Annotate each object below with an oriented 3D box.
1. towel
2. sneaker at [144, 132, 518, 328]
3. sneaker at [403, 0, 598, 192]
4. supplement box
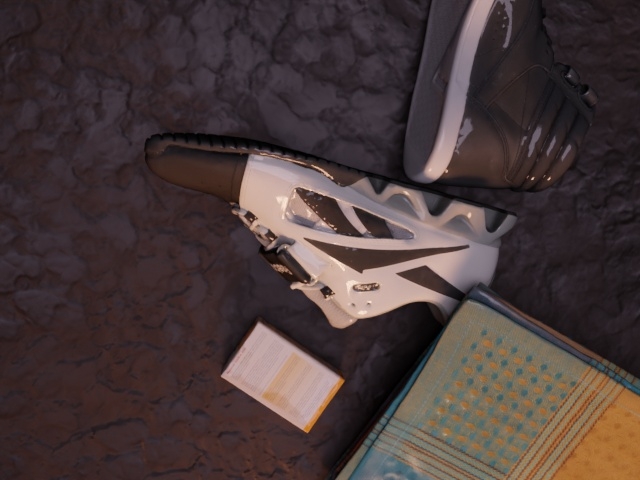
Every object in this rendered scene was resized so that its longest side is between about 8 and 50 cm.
[{"bbox_3d":[0.217,0.231,0.712,0.370,0.040,0.271,30,110,-8],"label":"towel"},{"bbox_3d":[0.000,0.000,0.664,0.330,0.122,0.146,16,98,-10],"label":"sneaker"},{"bbox_3d":[0.178,-0.177,0.683,0.147,0.104,0.296,15,88,-19],"label":"sneaker"},{"bbox_3d":[-0.035,0.124,0.716,0.098,0.036,0.062,36,92,-6],"label":"supplement box"}]
